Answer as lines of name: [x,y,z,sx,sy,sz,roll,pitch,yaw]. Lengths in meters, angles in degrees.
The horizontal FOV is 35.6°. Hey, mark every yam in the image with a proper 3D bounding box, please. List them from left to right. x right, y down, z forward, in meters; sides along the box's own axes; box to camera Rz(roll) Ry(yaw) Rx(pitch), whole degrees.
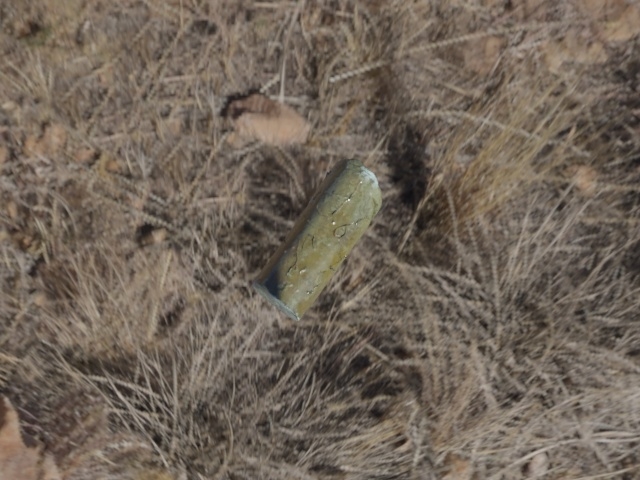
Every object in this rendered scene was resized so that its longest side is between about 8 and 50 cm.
yam: [0.000,0.000,0.778,0.054,0.054,0.132,33,70,6]
